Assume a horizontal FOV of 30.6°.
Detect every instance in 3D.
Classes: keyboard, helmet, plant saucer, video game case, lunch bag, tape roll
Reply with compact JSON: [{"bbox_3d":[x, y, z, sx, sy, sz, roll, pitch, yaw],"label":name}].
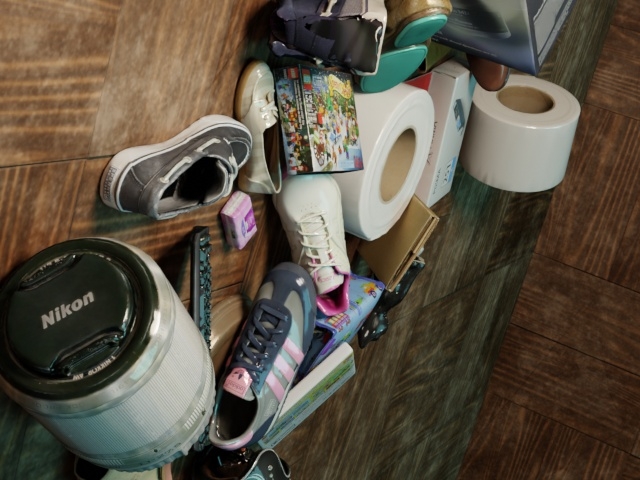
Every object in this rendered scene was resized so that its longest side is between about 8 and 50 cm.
[{"bbox_3d":[-0.172,0.137,1.701,0.201,0.033,0.317,-116,-152,-82],"label":"keyboard"},{"bbox_3d":[-0.135,0.421,2.021,0.169,0.169,0.162,-55,139,-28],"label":"helmet"},{"bbox_3d":[-0.166,0.223,1.924,0.278,0.041,0.278,-48,150,-40],"label":"plant saucer"},{"bbox_3d":[-0.029,0.282,2.079,0.227,0.026,0.206,-41,165,-9],"label":"video game case"},{"bbox_3d":[-0.025,0.205,2.141,0.221,0.138,0.293,-37,152,-56],"label":"lunch bag"},{"bbox_3d":[0.442,-0.242,2.612,0.246,0.246,0.169,-43,148,-46],"label":"tape roll"},{"bbox_3d":[0.098,-0.149,2.101,0.286,0.100,0.286,-50,153,-38],"label":"tape roll"}]

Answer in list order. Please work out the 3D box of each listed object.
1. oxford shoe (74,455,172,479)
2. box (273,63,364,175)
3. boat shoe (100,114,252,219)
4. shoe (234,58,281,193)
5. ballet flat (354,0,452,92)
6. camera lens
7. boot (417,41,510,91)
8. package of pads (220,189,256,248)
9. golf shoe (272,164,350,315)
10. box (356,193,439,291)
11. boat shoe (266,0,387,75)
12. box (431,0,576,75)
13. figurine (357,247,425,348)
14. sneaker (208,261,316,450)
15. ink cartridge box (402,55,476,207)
[{"bbox_3d":[-0.290,0.333,1.677,0.146,0.140,0.397,-9,129,-29],"label":"oxford shoe"},{"bbox_3d":[0.001,-0.182,1.808,0.233,0.044,0.159,-12,95,-69],"label":"box"},{"bbox_3d":[-0.160,-0.092,1.552,0.301,0.102,0.108,-25,133,-59],"label":"boat shoe"},{"bbox_3d":[-0.083,-0.163,1.718,0.076,0.058,0.219,-45,147,-46],"label":"shoe"},{"bbox_3d":[0.118,-0.345,1.857,0.342,0.116,0.124,125,-48,-76],"label":"ballet flat"},{"bbox_3d":[-0.254,0.141,1.400,0.219,0.219,0.274,-59,157,-20],"label":"camera lens"},{"bbox_3d":[0.265,-0.372,2.216,0.280,0.096,0.264,-40,131,-49],"label":"boot"},{"bbox_3d":[-0.125,-0.031,1.786,0.050,0.032,0.083,-53,154,-29],"label":"package of pads"},{"bbox_3d":[0.000,0.000,1.923,0.115,0.140,0.306,-19,138,-2],"label":"golf shoe"},{"bbox_3d":[0.142,-0.011,2.225,0.164,0.021,0.201,-59,-156,12],"label":"box"},{"bbox_3d":[0.006,-0.328,1.719,0.340,0.158,0.127,-93,-167,-73],"label":"boat shoe"},{"bbox_3d":[0.237,-0.447,1.880,0.183,0.296,0.294,-61,156,-15],"label":"box"},{"bbox_3d":[0.128,0.099,2.380,0.215,0.092,0.210,-71,-175,-76],"label":"figurine"},{"bbox_3d":[-0.095,0.192,1.856,0.131,0.112,0.319,-18,125,-66],"label":"sneaker"},{"bbox_3d":[0.219,-0.202,2.375,0.261,0.066,0.296,-35,141,-55],"label":"ink cartridge box"}]
